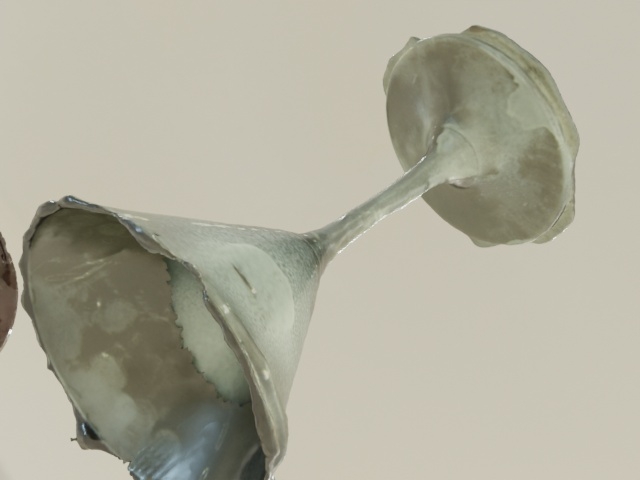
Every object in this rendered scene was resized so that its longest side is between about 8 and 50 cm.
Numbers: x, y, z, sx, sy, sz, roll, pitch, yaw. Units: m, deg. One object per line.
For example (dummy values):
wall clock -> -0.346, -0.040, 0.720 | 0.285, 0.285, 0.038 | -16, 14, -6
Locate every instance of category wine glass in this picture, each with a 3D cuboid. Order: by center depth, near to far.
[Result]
wine glass -> 0.000, 0.000, 0.557 | 0.122, 0.183, 0.122 | 27, -46, 32

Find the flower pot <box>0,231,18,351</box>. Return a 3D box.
flower pot -> -0.234, 0.028, 0.869 | 0.111, 0.089, 0.111 | 1, -88, 31
